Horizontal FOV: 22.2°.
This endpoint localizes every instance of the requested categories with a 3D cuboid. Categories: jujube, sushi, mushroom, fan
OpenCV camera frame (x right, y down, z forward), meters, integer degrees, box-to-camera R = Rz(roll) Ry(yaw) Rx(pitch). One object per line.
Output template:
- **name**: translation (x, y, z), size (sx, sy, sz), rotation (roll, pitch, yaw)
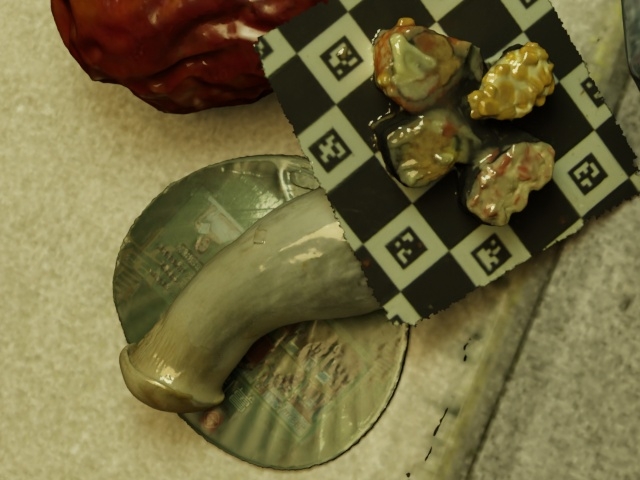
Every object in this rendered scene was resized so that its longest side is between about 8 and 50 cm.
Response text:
- **jujube**: translation (-0.052, -0.172, 1.065), size (0.250, 0.174, 0.174), rotation (-7, 79, 24)
- **sushi**: translation (0.085, -0.071, 0.987), size (0.193, 0.040, 0.210), rotation (-31, 105, -6)
- **mushroom**: translation (-0.035, 0.036, 1.060), size (0.223, 0.092, 0.081), rotation (-32, 31, 9)
- **fan**: translation (0.000, 0.034, 1.096), size (0.294, 0.012, 0.223), rotation (-20, 75, 16)

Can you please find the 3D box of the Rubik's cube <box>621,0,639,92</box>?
- **Rubik's cube**: translation (0.332, -0.221, 0.855), size (0.344, 0.337, 0.344), rotation (-4, 78, 18)
